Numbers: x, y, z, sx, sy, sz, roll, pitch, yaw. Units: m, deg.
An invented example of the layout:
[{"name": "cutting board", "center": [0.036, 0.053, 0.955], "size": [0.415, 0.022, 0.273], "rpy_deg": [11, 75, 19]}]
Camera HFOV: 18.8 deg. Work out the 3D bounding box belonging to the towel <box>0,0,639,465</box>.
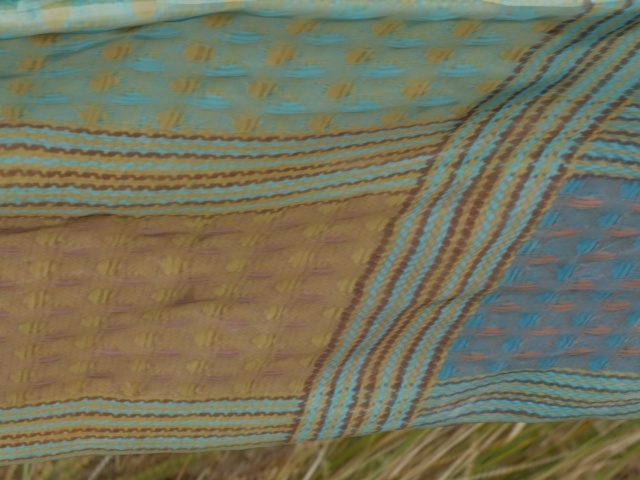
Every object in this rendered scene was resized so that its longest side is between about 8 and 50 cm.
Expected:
[{"name": "towel", "center": [0.000, 0.000, 0.445], "size": [0.370, 0.271, 0.040], "rpy_deg": [-4, 66, -15]}]
